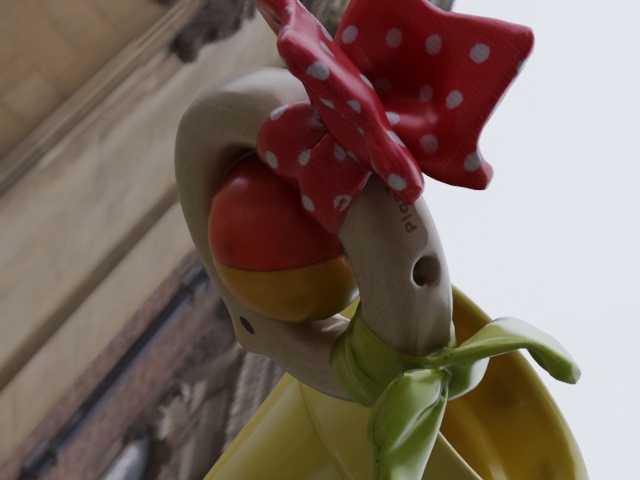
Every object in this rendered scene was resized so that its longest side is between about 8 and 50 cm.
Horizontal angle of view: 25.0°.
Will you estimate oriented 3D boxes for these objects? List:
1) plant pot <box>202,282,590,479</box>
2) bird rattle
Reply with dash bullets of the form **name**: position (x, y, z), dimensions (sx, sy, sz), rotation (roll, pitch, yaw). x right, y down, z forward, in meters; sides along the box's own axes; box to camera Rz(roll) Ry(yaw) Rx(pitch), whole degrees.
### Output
- **plant pot**: position (0.040, 0.182, 1.127), dimensions (0.239, 0.254, 0.254), rotation (-40, -80, 21)
- **bird rattle**: position (0.000, 0.000, 0.633), dimensions (0.207, 0.143, 0.253), rotation (13, -43, 48)
